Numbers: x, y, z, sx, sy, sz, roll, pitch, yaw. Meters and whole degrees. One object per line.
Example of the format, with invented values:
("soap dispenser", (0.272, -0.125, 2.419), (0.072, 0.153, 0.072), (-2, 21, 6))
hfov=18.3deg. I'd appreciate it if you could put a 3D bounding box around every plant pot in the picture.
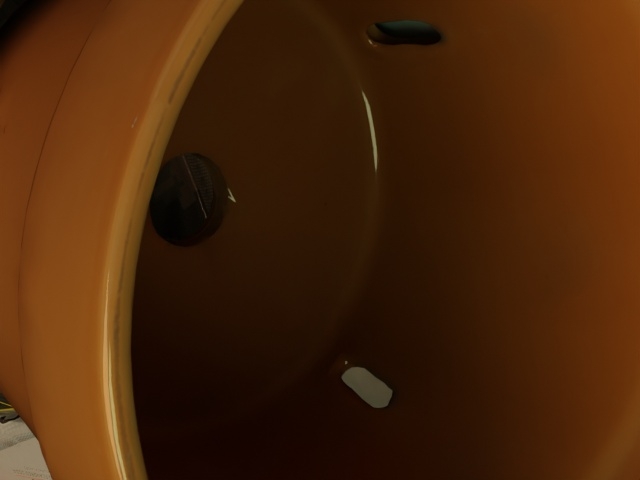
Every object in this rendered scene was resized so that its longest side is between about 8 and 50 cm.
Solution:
("plant pot", (0.000, 0.000, 0.687), (0.203, 0.291, 0.291), (14, 130, 52))

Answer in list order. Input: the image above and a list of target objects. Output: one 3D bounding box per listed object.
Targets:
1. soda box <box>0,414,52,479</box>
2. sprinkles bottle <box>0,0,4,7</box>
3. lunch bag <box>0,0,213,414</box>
("soda box", (-0.133, 0.100, 1.012), (0.183, 0.058, 0.063), (3, 122, 37))
("sprinkles bottle", (-0.109, -0.161, 0.592), (0.121, 0.121, 0.355), (41, 122, 8))
("lunch bag", (-0.181, -0.027, 0.882), (0.235, 0.169, 0.287), (-9, 121, 40))
